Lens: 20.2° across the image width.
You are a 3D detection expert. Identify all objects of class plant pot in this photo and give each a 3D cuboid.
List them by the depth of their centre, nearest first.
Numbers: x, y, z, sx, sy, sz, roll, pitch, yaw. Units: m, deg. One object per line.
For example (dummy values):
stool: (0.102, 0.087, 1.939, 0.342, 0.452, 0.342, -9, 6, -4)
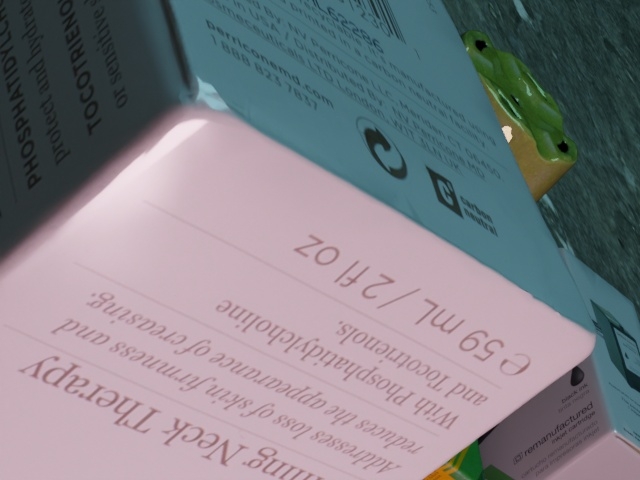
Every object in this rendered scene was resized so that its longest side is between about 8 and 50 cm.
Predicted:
plant pot: (0.124, -0.078, 1.915, 0.276, 0.254, 0.276, 41, 25, -23)

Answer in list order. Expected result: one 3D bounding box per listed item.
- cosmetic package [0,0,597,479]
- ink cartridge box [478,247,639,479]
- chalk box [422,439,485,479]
cosmetic package: (-0.126, 0.000, 1.031, 0.329, 0.393, 0.327, 29, 30, -41)
ink cartridge box: (0.221, 0.178, 1.765, 0.121, 0.211, 0.289, 37, 25, -26)
chalk box: (0.001, 0.117, 1.492, 0.179, 0.180, 0.289, 38, 25, -28)
